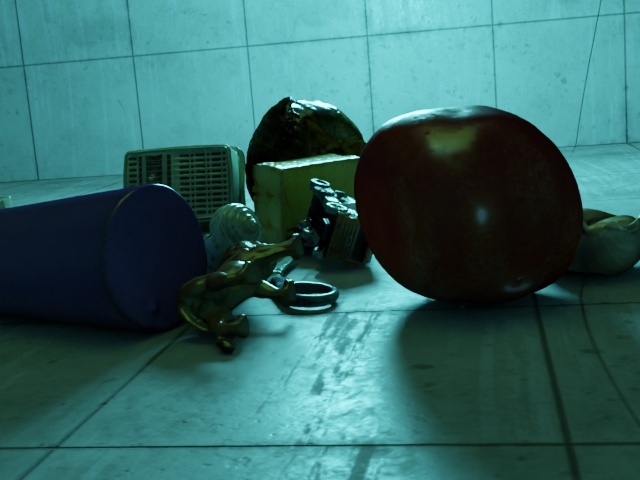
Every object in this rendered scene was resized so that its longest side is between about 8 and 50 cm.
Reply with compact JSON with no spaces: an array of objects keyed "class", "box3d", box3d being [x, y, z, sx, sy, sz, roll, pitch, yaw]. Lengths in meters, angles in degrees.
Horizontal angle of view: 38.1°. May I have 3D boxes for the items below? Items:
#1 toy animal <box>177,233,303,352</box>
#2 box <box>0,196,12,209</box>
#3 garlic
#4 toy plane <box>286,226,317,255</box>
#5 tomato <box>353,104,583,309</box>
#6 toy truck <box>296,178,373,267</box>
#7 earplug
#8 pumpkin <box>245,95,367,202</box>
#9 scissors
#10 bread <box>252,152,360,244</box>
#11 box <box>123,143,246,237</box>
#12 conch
[{"class":"toy animal","box3d":[-0.126,0.066,1.357,0.157,0.097,0.312,-8,15,29]},{"class":"box","box3d":[-0.775,-0.029,2.117,0.201,0.141,0.058,1,16,36]},{"class":"garlic","box3d":[0.438,0.004,1.488,0.228,0.110,0.217,4,-10,-42]},{"class":"toy plane","box3d":[0.000,0.000,1.874,0.197,0.053,0.078,-13,21,-37]},{"class":"tomato","box3d":[0.209,-0.052,1.364,0.293,0.290,0.325,-8,16,-16]},{"class":"toy truck","box3d":[0.045,-0.034,1.766,0.140,0.108,0.257,13,14,-16]},{"class":"earplug","box3d":[-0.413,0.031,1.451,0.455,0.215,0.215,-2,10,34]},{"class":"pumpkin","box3d":[-0.035,-0.176,2.174,0.320,0.321,0.192,-13,17,-40]},{"class":"scissors","box3d":[-0.092,0.064,1.586,0.256,0.029,0.383,-4,10,3]},{"class":"bread","box3d":[-0.017,-0.091,2.006,0.274,0.185,0.114,-12,21,-40]},{"class":"box","box3d":[-0.318,-0.112,2.169,0.290,0.221,0.166,-3,-12,4]},{"class":"conch","box3d":[-0.160,0.011,1.543,0.102,0.153,0.135,42,35,9]}]
